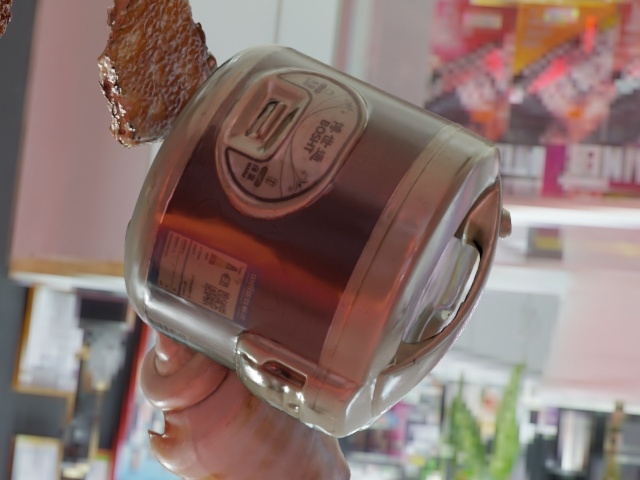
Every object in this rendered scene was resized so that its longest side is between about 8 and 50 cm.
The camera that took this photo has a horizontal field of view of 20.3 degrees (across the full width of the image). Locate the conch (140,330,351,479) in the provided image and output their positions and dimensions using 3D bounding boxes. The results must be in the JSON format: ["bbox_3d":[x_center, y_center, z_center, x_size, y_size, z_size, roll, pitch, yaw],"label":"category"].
[{"bbox_3d":[-0.058,0.160,1.656,0.255,0.158,0.127,34,146,-20],"label":"conch"}]

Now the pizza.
[{"bbox_3d":[-0.173,-0.194,1.769,0.069,0.147,0.226,18,137,39],"label":"pizza"}]

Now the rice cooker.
[{"bbox_3d":[0.002,0.000,1.492,0.277,0.288,0.288,27,177,14],"label":"rice cooker"}]

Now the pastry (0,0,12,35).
[{"bbox_3d":[-0.326,-0.247,1.678,0.087,0.063,0.169,9,132,0],"label":"pastry"}]
